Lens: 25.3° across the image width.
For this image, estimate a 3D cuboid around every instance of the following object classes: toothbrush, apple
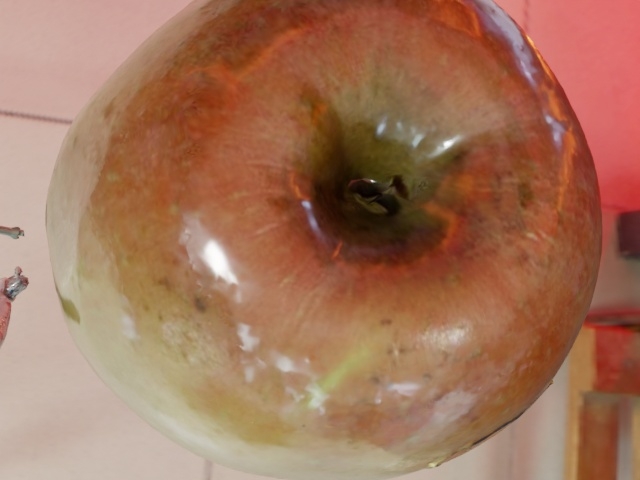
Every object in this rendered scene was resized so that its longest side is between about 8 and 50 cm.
[{"bbox_3d":[-0.231,0.051,1.037,0.026,0.288,0.024,-34,100,-3],"label":"toothbrush"},{"bbox_3d":[0.000,0.000,0.910,0.338,0.305,0.339,4,72,-12],"label":"apple"}]

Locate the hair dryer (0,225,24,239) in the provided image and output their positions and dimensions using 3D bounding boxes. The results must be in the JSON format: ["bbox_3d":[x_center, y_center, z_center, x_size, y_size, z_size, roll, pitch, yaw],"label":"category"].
[{"bbox_3d":[-0.397,-0.020,1.484,0.197,0.100,0.057,13,84,-41],"label":"hair dryer"}]
